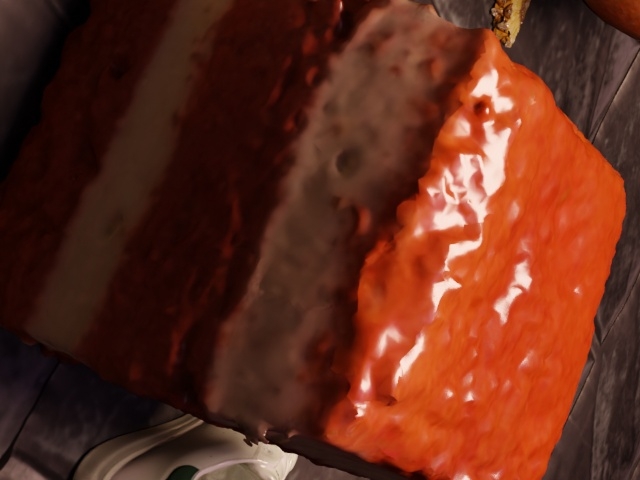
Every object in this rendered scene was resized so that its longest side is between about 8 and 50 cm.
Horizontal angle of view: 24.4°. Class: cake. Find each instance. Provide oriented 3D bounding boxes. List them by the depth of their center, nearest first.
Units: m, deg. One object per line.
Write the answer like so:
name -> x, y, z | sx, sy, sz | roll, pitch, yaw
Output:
cake -> 0.000, 0.000, 0.924 | 0.269, 0.319, 0.270 | 32, 79, -53

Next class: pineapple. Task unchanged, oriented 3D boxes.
pineapple -> 0.174, -0.218, 1.336 | 0.083, 0.019, 0.045 | -66, 151, -11

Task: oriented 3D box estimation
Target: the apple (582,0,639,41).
apple -> 0.334, -0.333, 1.258 | 0.305, 0.339, 0.338 | -99, -178, -59

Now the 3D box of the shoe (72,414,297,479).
shoe -> -0.058, 0.171, 1.107 | 0.265, 0.110, 0.095 | -20, 120, -46
